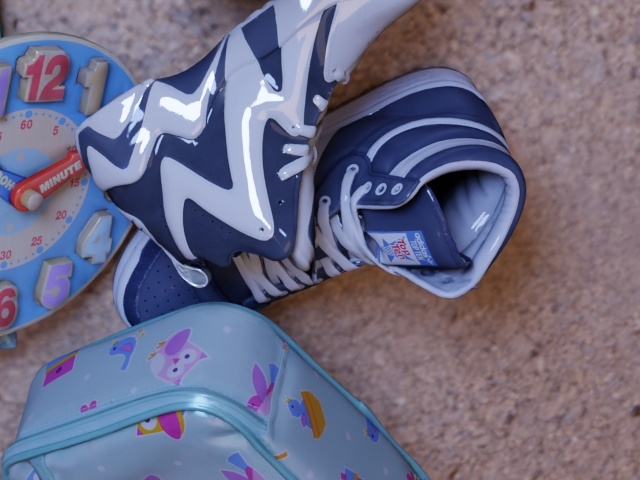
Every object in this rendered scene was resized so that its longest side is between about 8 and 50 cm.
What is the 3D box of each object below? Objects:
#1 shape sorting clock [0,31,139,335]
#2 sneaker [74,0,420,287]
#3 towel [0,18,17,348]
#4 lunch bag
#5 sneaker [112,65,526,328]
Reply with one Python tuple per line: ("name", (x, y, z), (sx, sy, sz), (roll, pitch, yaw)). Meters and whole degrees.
("shape sorting clock", (-0.186, -0.030, 1.125), (0.206, 0.040, 0.206), (-23, 127, -35))
("sneaker", (-0.013, -0.059, 1.085), (0.235, 0.094, 0.153), (-31, 92, 3))
("towel", (-0.321, -0.075, 1.095), (0.271, 0.040, 0.370), (-6, 120, -16))
("lunch bag", (-0.064, 0.176, 1.242), (0.224, 0.108, 0.279), (-21, 127, 31))
("sneaker", (0.000, 0.000, 1.174), (0.282, 0.153, 0.099), (-31, 123, 1))
